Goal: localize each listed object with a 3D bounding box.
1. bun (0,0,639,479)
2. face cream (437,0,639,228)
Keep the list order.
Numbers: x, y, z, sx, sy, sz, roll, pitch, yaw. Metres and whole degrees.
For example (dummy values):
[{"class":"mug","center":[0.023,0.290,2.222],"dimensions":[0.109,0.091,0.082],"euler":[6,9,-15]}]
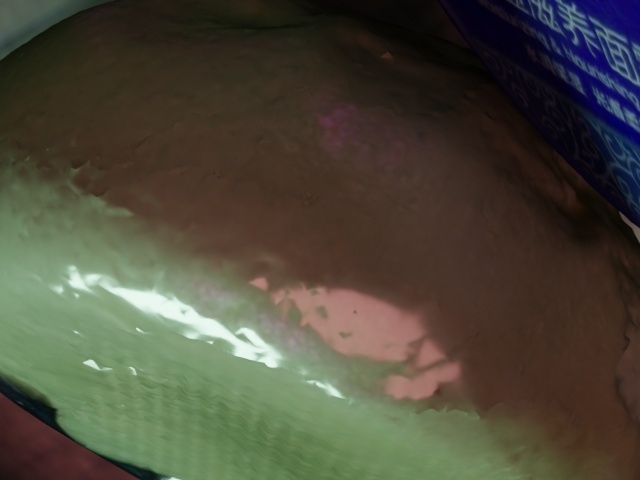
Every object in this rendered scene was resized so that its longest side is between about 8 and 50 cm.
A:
[{"class":"bun","center":[0.000,0.000,0.585],"dimensions":[0.283,0.179,0.283],"euler":[18,158,8]},{"class":"face cream","center":[0.091,-0.101,0.409],"dimensions":[0.111,0.206,0.206],"euler":[-37,121,-6]}]
